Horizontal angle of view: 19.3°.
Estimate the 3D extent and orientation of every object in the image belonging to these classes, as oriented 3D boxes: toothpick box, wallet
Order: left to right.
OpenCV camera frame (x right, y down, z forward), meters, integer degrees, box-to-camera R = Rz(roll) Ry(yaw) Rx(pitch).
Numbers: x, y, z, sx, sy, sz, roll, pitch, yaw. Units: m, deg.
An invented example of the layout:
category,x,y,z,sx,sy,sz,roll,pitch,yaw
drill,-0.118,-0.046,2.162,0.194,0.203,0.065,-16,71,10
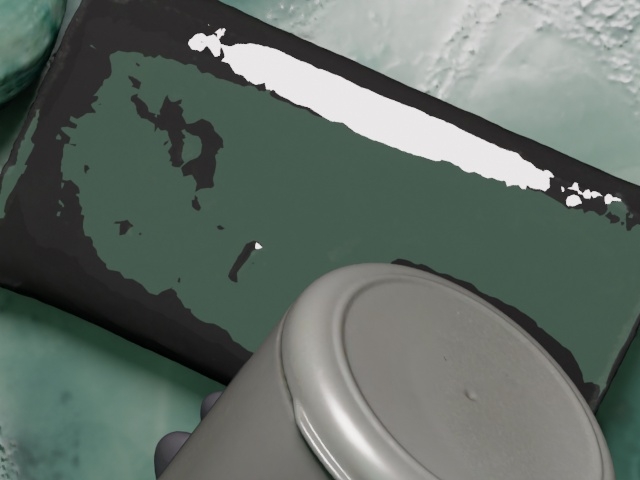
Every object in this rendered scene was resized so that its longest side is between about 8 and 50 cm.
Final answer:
category,x,y,z,sx,sy,sz,roll,pitch,yaw
toothpick box,-0.009,0.177,1.075,0.229,0.229,0.316,44,122,8
wallet,0.000,0.000,1.184,0.406,0.062,0.228,25,91,8

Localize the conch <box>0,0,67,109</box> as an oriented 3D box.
category,x,y,z,sx,sy,sz,roll,pitch,yaw
conch,-0.257,-0.130,1.190,0.202,0.196,0.134,-19,101,29
